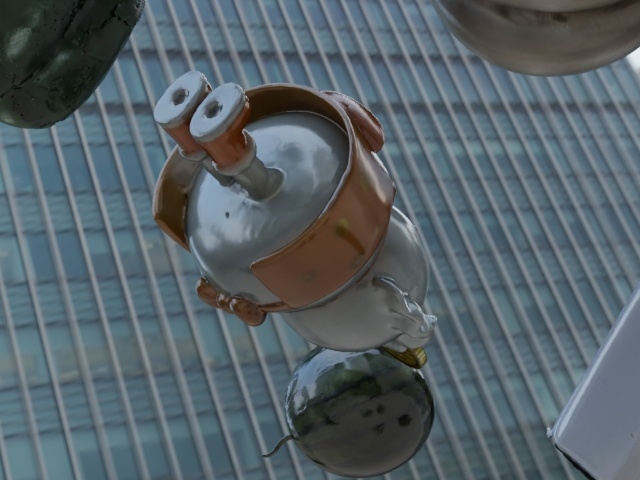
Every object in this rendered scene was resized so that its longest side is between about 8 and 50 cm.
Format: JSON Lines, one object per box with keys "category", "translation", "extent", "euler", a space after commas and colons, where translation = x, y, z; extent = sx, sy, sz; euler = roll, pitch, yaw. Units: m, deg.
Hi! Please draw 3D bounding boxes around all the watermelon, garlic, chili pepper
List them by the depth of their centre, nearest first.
{"category": "watermelon", "translation": [0.016, 0.125, 0.953], "extent": [0.133, 0.105, 0.105], "euler": [-24, -29, 0]}
{"category": "garlic", "translation": [0.243, -0.273, 1.136], "extent": [0.340, 0.246, 0.231], "euler": [-19, -42, 15]}
{"category": "chili pepper", "translation": [-0.336, -0.269, 1.466], "extent": [0.256, 0.248, 0.233], "euler": [-53, -11, -8]}

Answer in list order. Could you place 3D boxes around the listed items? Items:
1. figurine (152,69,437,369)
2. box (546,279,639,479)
{"category": "figurine", "translation": [-0.007, 0.005, 0.779], "extent": [0.143, 0.143, 0.271], "euler": [-21, -51, 1]}
{"category": "box", "translation": [0.352, 0.055, 1.172], "extent": [0.190, 0.112, 0.369], "euler": [-8, -48, -47]}
